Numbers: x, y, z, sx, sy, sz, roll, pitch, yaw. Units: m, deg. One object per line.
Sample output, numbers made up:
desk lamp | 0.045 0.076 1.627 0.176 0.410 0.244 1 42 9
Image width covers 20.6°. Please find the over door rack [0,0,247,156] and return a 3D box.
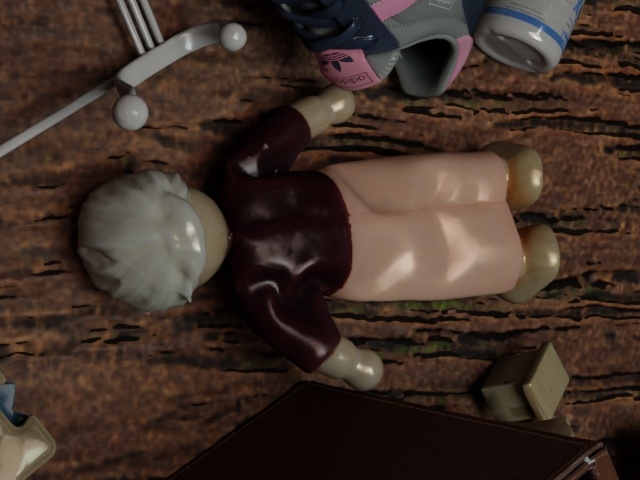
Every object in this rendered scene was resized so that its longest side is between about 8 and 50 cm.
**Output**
over door rack | -0.208 -0.151 1.013 0.324 0.108 0.239 -33 109 -29

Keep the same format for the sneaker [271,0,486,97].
sneaker | 0.012 -0.164 1.123 0.319 0.112 0.131 4 94 -52

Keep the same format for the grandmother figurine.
grandmother figurine | 0.000 0.000 1.177 0.342 0.104 0.207 -1 65 -32

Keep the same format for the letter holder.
letter holder | 0.024 0.219 1.074 0.214 0.302 0.152 -32 110 -29

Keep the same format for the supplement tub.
supplement tub | 0.160 -0.184 1.286 0.071 0.071 0.107 32 76 -32

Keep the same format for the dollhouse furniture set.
dollhouse furniture set | 0.186 0.190 1.274 0.182 0.101 0.161 61 36 -21

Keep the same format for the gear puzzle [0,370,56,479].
gear puzzle | -0.321 0.165 0.979 0.339 0.044 0.175 -40 98 -20
